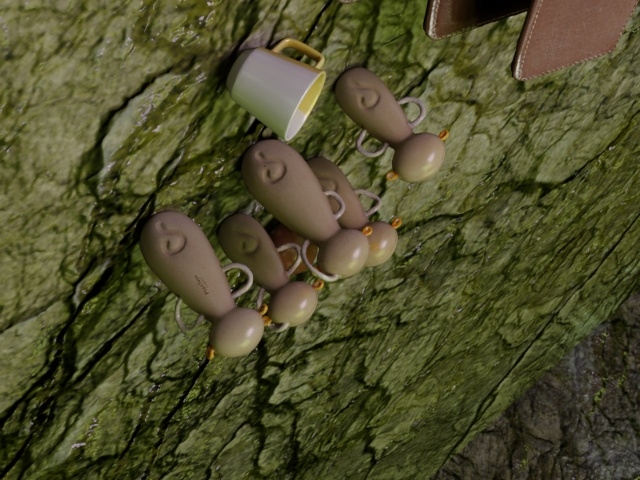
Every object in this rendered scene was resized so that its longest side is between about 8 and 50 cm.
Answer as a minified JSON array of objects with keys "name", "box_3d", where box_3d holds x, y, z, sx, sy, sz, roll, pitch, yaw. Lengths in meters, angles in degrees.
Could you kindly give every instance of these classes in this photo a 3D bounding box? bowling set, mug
[{"name":"bowling set","box_3d":[0.000,0.000,1.020,0.287,0.154,0.200,-38,154,-2]},{"name":"mug","box_3d":[-0.036,-0.123,0.879,0.062,0.064,0.078,-64,173,26]}]

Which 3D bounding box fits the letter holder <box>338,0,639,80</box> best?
[{"name":"letter holder","box_3d":[0.148,-0.269,0.798,0.214,0.152,0.302,-22,149,-29]}]
